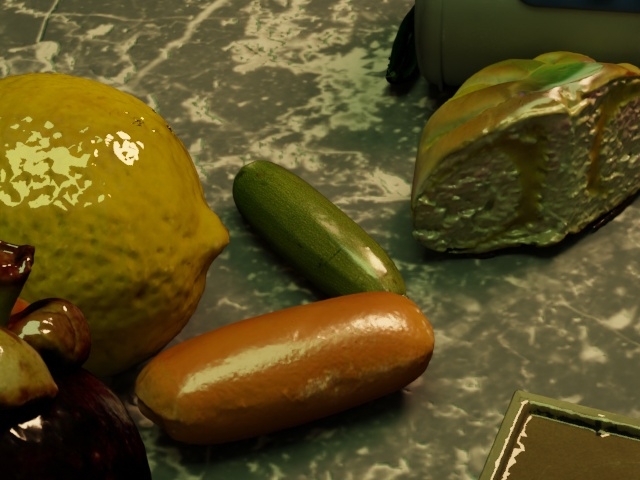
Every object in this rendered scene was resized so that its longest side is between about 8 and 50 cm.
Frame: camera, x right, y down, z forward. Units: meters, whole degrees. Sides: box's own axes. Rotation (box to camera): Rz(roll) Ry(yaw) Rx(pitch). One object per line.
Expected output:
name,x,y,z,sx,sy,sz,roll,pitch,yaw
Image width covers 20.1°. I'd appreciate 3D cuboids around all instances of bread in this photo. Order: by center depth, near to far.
bread,0.178,-0.093,1.581,0.261,0.158,0.156,-31,43,-34

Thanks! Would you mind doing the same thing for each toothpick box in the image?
toothpick box,0.274,-0.250,1.698,0.355,0.263,0.263,5,39,8

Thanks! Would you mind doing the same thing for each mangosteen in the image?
mangosteen,-0.236,0.147,1.205,0.233,0.287,0.287,38,50,12

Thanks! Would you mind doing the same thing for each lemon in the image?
lemon,-0.216,-0.009,1.427,0.267,0.267,0.267,-2,39,1

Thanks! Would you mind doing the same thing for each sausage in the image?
sausage,-0.026,0.100,1.401,0.238,0.098,0.098,-13,40,-16

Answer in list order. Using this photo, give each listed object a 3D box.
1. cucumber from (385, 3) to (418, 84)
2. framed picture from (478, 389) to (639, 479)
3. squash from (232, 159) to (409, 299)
cucumber,0.092,-0.205,1.822,0.036,0.033,0.184,-14,32,28
framed picture,0.266,0.228,1.274,0.335,0.022,0.247,12,41,17
squash,0.000,0.000,1.542,0.066,0.066,0.252,-26,44,-26
